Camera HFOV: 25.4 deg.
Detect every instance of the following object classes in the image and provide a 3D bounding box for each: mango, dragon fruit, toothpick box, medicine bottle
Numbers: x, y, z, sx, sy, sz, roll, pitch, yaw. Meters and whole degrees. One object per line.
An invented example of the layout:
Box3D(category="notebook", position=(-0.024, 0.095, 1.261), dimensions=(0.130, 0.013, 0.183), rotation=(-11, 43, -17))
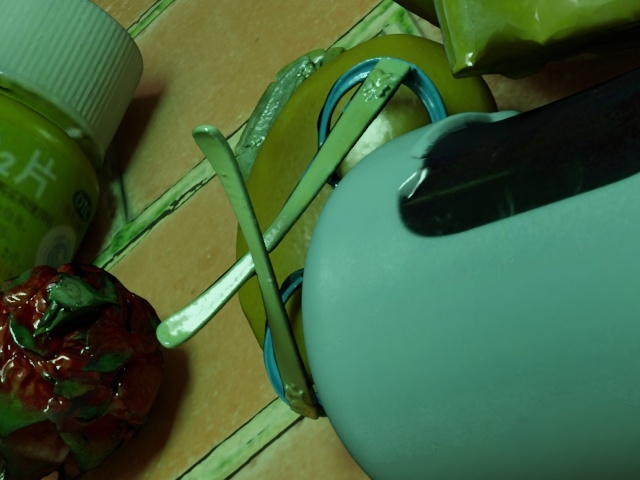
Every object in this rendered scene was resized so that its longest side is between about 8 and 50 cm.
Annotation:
Box3D(category="mango", position=(0.023, -0.029, 1.013), dimensions=(0.254, 0.139, 0.175), rotation=(-56, 36, 4))
Box3D(category="dragon fruit", position=(-0.212, 0.106, 1.135), dimensions=(0.188, 0.182, 0.182), rotation=(-18, 46, 26))
Box3D(category="toothpick box", position=(0.149, 0.041, 0.742), dimensions=(0.354, 0.263, 0.263), rotation=(-16, 47, 40))
Box3D(category="medicine bottle", position=(-0.327, -0.047, 1.349), dimensions=(0.224, 0.224, 0.384), rotation=(-5, 55, 46))

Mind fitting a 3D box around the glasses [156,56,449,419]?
Box3D(category="glasses", position=(-0.021, -0.009, 0.876), dimensions=(0.102, 0.206, 0.239), rotation=(24, 99, 53))

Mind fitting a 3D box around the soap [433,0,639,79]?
Box3D(category="soap", position=(0.160, -0.242, 0.714), dimensions=(0.259, 0.143, 0.281), rotation=(-14, 88, 9))

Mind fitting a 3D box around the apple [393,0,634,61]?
Box3D(category="apple", position=(0.159, -0.323, 0.956), dimensions=(0.400, 0.333, 0.400), rotation=(-30, 40, 29))

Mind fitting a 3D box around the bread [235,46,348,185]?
Box3D(category="bread", position=(-0.012, -0.092, 1.173), dimensions=(0.117, 0.064, 0.156), rotation=(0, 60, 47))

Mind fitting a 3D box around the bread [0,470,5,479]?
Box3D(category="bread", position=(-0.283, 0.194, 1.231), dimensions=(0.062, 0.049, 0.103), rotation=(-38, 37, 31))
